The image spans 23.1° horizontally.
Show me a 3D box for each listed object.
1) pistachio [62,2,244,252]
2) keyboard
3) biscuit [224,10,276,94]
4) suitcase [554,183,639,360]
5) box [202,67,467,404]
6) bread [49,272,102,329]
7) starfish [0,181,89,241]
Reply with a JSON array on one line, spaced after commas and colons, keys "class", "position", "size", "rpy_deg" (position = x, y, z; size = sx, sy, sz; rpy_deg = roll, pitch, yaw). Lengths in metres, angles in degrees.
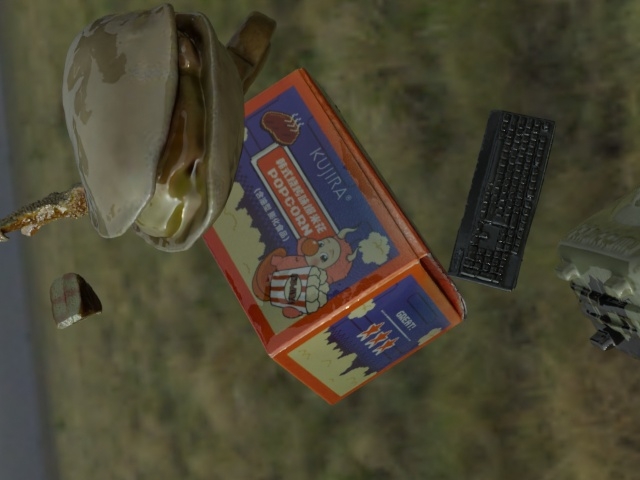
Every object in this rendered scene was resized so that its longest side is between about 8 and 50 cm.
[{"class": "pistachio", "position": [-0.116, -0.082, 1.092], "size": [0.152, 0.126, 0.223], "rpy_deg": [-59, 30, 24]}, {"class": "keyboard", "position": [0.190, -0.045, 1.638], "size": [0.015, 0.074, 0.196], "rpy_deg": [87, -161, -71]}, {"class": "biscuit", "position": [-0.110, -0.133, 1.518], "size": [0.183, 0.047, 0.320], "rpy_deg": [-52, 8, -11]}, {"class": "suitcase", "position": [0.454, -0.006, 1.765], "size": [0.194, 0.339, 0.351], "rpy_deg": [61, 175, -9]}, {"class": "box", "position": [0.000, 0.000, 2.232], "size": [0.349, 0.257, 0.318], "rpy_deg": [59, -177, 25]}, {"class": "bread", "position": [-0.295, 0.070, 1.869], "size": [0.109, 0.043, 0.062], "rpy_deg": [2, -115, -83]}, {"class": "starfish", "position": [-0.263, -0.055, 1.794], "size": [0.227, 0.240, 0.043], "rpy_deg": [-14, 105, 54]}]
